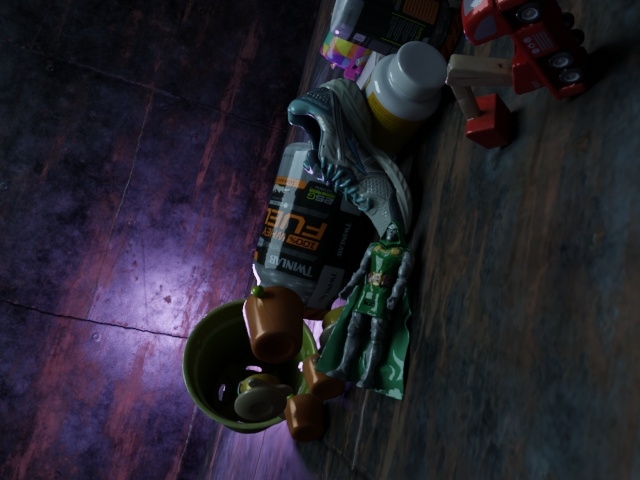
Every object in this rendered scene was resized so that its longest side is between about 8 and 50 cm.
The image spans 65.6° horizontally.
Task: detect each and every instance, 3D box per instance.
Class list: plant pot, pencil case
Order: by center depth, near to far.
[{"bbox_3d":[0.093,-0.429,0.939,0.236,0.105,0.104,-60,18,24],"label":"pencil case"},{"bbox_3d":[-0.154,0.309,1.105,0.253,0.276,0.275,103,175,-54],"label":"plant pot"}]

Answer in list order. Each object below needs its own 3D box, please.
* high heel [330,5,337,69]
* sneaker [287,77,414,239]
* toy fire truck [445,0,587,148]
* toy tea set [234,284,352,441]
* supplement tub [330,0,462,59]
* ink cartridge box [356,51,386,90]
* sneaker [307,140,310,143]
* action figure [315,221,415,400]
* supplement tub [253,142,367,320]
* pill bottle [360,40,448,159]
[{"bbox_3d":[0.054,-0.702,1.718,0.186,0.093,0.261,-62,25,21],"label":"high heel"},{"bbox_3d":[0.038,-0.109,0.775,0.282,0.122,0.110,63,157,9],"label":"sneaker"},{"bbox_3d":[0.170,-0.163,0.469,0.135,0.192,0.047,-9,63,45],"label":"toy fire truck"},{"bbox_3d":[-0.045,0.201,0.838,0.124,0.200,0.335,-104,26,-52],"label":"toy tea set"},{"bbox_3d":[0.121,-0.355,0.794,0.117,0.191,0.116,-163,90,-77],"label":"supplement tub"},{"bbox_3d":[0.123,-0.286,0.928,0.143,0.092,0.089,122,159,-55],"label":"ink cartridge box"},{"bbox_3d":[0.030,-0.288,1.312,0.115,0.105,0.281,-62,19,19],"label":"sneaker"},{"bbox_3d":[0.075,0.082,0.682,0.063,0.137,0.232,37,-113,-55],"label":"action figure"},{"bbox_3d":[-0.016,-0.016,0.969,0.193,0.194,0.315,-163,88,-78],"label":"supplement tub"},{"bbox_3d":[0.118,-0.219,0.811,0.215,0.117,0.117,132,151,-64],"label":"pill bottle"}]
